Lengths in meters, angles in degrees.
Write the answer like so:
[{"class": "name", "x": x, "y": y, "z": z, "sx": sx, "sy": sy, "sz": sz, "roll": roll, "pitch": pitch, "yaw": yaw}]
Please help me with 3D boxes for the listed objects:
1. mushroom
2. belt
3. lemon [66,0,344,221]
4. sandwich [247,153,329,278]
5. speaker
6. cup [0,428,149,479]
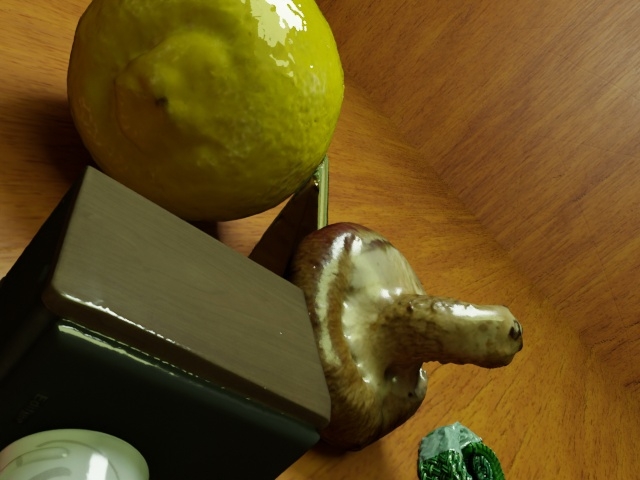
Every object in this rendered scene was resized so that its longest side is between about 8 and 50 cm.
[{"class": "mushroom", "x": 0.065, "y": 0.090, "z": 0.713, "sx": 0.267, "sy": 0.254, "sz": 0.267, "roll": 48, "pitch": 10, "yaw": -11}, {"class": "belt", "x": 0.194, "y": 0.309, "z": 0.774, "sx": 0.121, "sy": 0.079, "sz": 0.151, "roll": 34, "pitch": 24, "yaw": -26}, {"class": "lemon", "x": -0.131, "y": -0.185, "z": 0.726, "sx": 0.348, "sy": 0.348, "sz": 0.348, "roll": 38, "pitch": 23, "yaw": -19}, {"class": "sandwich", "x": 0.000, "y": 0.000, "z": 0.833, "sx": 0.144, "sy": 0.187, "sz": 0.117, "roll": 36, "pitch": 24, "yaw": -8}, {"class": "speaker", "x": -0.129, "y": 0.087, "z": 0.469, "sx": 0.231, "sy": 0.153, "sz": 0.192, "roll": 33, "pitch": 21, "yaw": -29}, {"class": "cup", "x": -0.165, "y": 0.180, "z": 0.324, "sx": 0.136, "sy": 0.099, "sz": 0.133, "roll": 37, "pitch": 24, "yaw": -31}]
